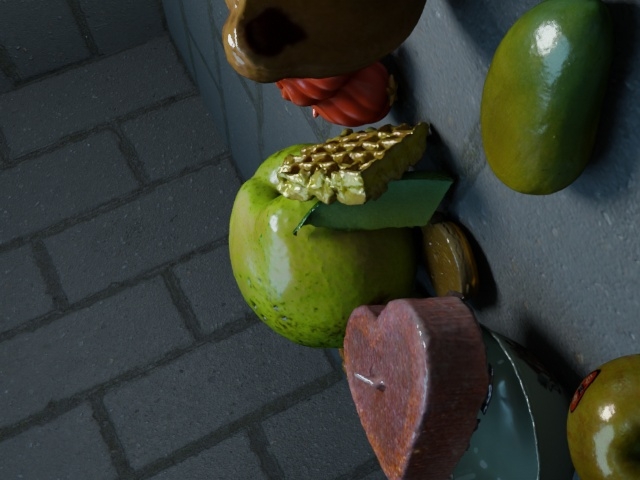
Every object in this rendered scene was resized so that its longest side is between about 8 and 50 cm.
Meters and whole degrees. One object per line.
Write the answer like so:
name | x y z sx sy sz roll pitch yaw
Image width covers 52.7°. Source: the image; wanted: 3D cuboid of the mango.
mango | 0.221 -0.144 0.648 0.137 0.091 0.238 54 159 40

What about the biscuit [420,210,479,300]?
biscuit | 0.219 0.027 1.089 0.170 0.050 0.170 164 90 -80

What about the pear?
pear | 0.000 0.000 1.230 0.391 0.391 0.391 60 167 24

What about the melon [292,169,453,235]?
melon | 0.080 -0.052 1.032 0.053 0.261 0.114 -98 -5 -51

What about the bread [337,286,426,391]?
bread | 0.179 0.281 1.369 0.279 0.207 0.279 56 166 43

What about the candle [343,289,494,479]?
candle | 0.123 0.225 0.979 0.317 0.131 0.287 160 106 -71

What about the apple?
apple | 0.329 0.200 0.628 0.183 0.182 0.155 61 -162 21

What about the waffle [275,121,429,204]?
waffle | 0.041 -0.127 1.020 0.219 0.229 0.057 2 121 39

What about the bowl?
bowl | 0.277 0.282 0.956 0.337 0.157 0.338 -178 90 -71

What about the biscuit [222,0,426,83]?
biscuit | -0.049 -0.403 0.725 0.455 0.349 0.078 52 152 -10

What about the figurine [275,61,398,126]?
figurine | 0.009 -0.295 1.013 0.208 0.180 0.257 -63 -50 -82
